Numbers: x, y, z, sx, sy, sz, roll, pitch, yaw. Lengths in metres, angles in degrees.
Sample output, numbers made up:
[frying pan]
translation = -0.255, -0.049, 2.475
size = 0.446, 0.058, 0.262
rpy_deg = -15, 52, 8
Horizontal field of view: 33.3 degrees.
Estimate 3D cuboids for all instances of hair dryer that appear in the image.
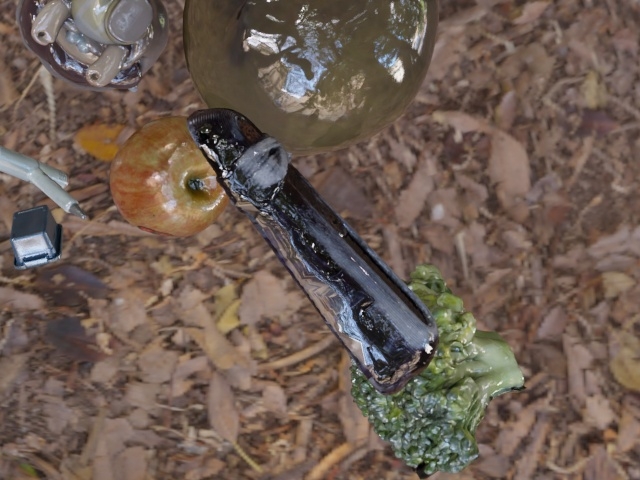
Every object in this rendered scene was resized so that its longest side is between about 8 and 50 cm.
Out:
[hair dryer]
translation = -0.459, -0.089, 1.792
size = 0.155, 0.183, 0.044
rpy_deg = 22, 102, -50

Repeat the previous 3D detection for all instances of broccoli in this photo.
[broccoli]
translation = 0.165, 0.165, 1.430
size = 0.246, 0.248, 0.288
rpy_deg = -11, 73, -18

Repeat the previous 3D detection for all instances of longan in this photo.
[longan]
translation = -0.013, -0.249, 1.249
size = 0.319, 0.319, 0.319
rpy_deg = 4, 81, -30

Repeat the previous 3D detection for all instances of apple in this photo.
[apple]
translation = -0.170, -0.075, 1.257
size = 0.146, 0.131, 0.146
rpy_deg = -5, 100, -30

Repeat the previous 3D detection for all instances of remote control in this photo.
[remote control]
translation = 0.000, 0.000, 0.805
size = 0.066, 0.090, 0.266
rpy_deg = -36, 104, 7

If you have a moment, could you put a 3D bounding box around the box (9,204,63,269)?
[box]
translation = -0.437, -0.008, 1.635
size = 0.074, 0.099, 0.054
rpy_deg = -12, 126, -3

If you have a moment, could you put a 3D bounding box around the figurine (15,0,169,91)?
[figurine]
translation = -0.321, -0.329, 1.548
size = 0.248, 0.380, 0.203
rpy_deg = 42, 81, -17
